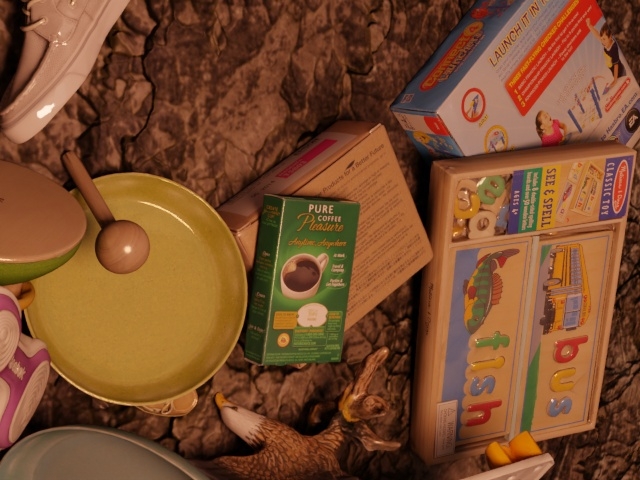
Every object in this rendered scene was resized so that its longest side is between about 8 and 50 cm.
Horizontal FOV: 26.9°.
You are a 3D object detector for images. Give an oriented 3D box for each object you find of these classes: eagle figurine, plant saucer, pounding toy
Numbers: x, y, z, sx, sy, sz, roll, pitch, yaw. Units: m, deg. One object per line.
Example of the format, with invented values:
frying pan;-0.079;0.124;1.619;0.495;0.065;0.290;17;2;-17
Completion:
eagle figurine;-0.059;0.261;1.493;0.298;0.225;0.226;-37;131;-41
plant saucer;-0.183;0.307;1.331;0.044;0.318;0.317;-48;128;-52
plant saucer;-0.194;0.051;1.386;0.241;0.037;0.241;4;81;-25
pounding toy;-0.301;0.008;1.268;0.237;0.183;0.110;-7;128;-42

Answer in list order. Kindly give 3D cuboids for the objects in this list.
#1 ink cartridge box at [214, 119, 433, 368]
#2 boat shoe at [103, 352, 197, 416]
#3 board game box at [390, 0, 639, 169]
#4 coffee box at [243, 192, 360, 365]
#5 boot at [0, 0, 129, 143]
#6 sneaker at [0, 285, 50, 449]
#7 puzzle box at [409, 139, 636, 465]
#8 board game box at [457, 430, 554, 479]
ink cartridge box;0.000;0.000;1.547;0.235;0.088;0.193;-37;119;-27
boat shoe;-0.187;0.154;1.447;0.153;0.048;0.056;37;74;-38
board game box;0.273;-0.167;1.743;0.308;0.086;0.302;-51;125;-21
coffee box;-0.019;0.042;1.456;0.113;0.040;0.184;1;99;-38
boot;-0.267;-0.227;1.289;0.123;0.095;0.258;40;64;-31
sneaker;-0.339;0.102;1.234;0.305;0.152;0.114;96;17;-59
puzzle box;0.255;0.081;1.710;0.272;0.052;0.409;-9;116;-24
board game box;0.027;0.372;1.519;0.390;0.050;0.390;-7;144;-39
